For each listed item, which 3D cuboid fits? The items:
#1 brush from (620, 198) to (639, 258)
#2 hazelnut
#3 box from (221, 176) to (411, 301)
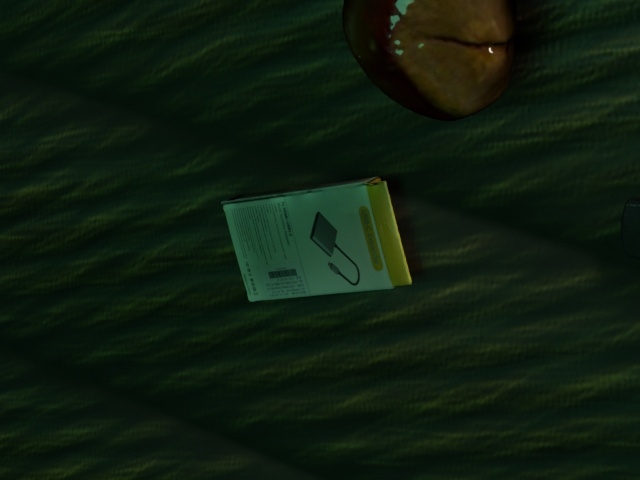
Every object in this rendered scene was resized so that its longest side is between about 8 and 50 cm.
[{"bbox_3d":[0.388,0.001,1.788,0.193,0.016,0.063,12,115,35],"label":"brush"},{"bbox_3d":[0.111,-0.235,1.823,0.181,0.181,0.212,8,116,5],"label":"hazelnut"},{"bbox_3d":[0.000,0.000,2.076,0.247,0.033,0.129,-6,103,39],"label":"box"}]
